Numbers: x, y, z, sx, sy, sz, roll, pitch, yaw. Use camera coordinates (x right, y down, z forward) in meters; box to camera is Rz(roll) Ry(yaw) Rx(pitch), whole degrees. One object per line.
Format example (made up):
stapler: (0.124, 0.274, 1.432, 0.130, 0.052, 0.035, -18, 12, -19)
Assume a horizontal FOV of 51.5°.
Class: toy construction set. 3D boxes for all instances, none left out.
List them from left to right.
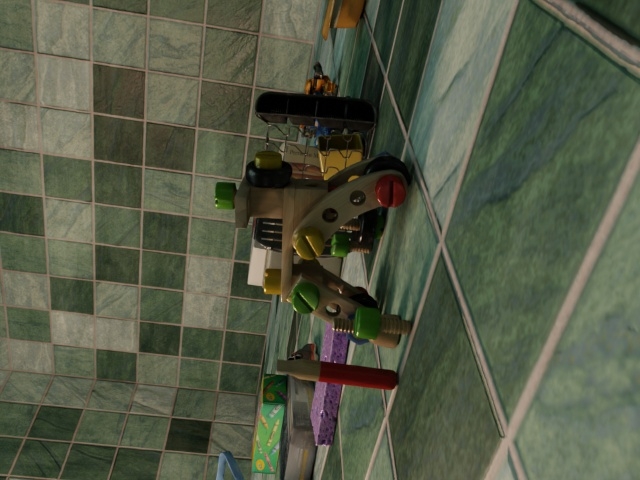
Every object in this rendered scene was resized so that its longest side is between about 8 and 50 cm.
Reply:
toy construction set: (-0.023, 0.029, 0.832, 0.257, 0.237, 0.309, 104, 170, -48)

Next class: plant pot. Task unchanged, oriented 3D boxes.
plant pot: (0.036, -0.144, 1.232, 0.081, 0.081, 0.083, -94, 2, -61)

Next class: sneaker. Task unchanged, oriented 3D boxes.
sneaker: (-0.043, 0.265, 1.513, 0.158, 0.065, 0.061, -175, 92, -83)

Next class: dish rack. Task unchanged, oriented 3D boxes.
dish rack: (-0.017, -0.108, 1.134, 0.074, 0.208, 0.271, 58, -142, -81)

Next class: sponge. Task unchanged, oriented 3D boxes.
sponge: (0.015, 0.241, 1.172, 0.117, 0.031, 0.210, -114, 32, -78)

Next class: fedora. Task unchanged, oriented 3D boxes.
fedora: (0.057, -0.536, 1.483, 0.194, 0.079, 0.194, -167, 90, -86)

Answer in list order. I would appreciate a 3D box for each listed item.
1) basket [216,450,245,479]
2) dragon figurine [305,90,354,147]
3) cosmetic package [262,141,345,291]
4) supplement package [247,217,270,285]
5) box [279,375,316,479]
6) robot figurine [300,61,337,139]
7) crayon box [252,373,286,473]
basket: (-0.231, 0.774, 1.854, 0.289, 0.201, 0.254, 42, 130, 44)
dragon figurine: (0.022, -0.277, 1.450, 0.289, 0.085, 0.144, -97, 17, -49)
cosmetic package: (-0.027, -0.039, 1.348, 0.129, 0.153, 0.296, -173, 89, -82)
supplement package: (-0.106, -0.028, 1.919, 0.177, 0.175, 0.293, 106, 169, -49)
box: (-0.050, 0.424, 1.429, 0.231, 0.056, 0.183, -106, 25, -74)
robot figurine: (-0.009, -0.388, 1.880, 0.291, 0.085, 0.211, -123, 40, -81)
crayon box: (-0.169, 0.600, 2.175, 0.165, 0.081, 0.278, -98, 17, -67)
